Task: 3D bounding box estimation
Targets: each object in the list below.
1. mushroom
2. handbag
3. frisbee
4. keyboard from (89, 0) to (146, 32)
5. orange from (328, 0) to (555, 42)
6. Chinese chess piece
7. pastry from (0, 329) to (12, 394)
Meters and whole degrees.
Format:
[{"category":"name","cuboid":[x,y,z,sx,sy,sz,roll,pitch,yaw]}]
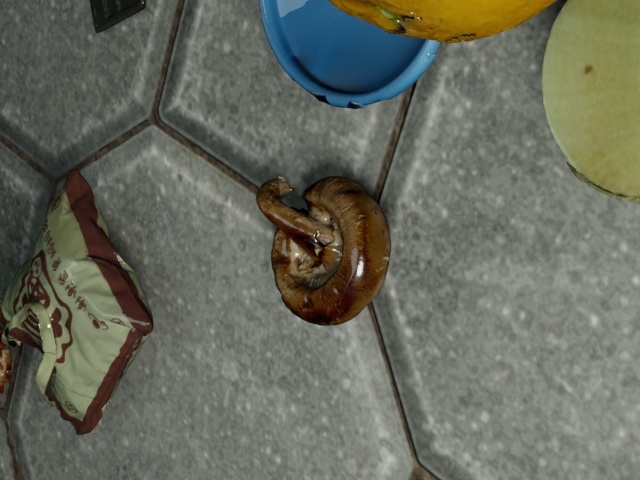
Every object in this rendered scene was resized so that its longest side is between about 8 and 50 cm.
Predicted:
[{"category":"mushroom","cuboid":[0.001,0.000,1.316,0.135,0.080,0.170,-51,59,22]},{"category":"handbag","cuboid":[-0.271,0.076,1.564,0.213,0.127,0.235,55,131,23]},{"category":"frisbee","cuboid":[0.037,-0.239,1.273,0.242,0.045,0.242,6,98,42]},{"category":"keyboard","cuboid":[-0.260,-0.424,1.564,0.103,0.041,0.381,-16,90,44]},{"category":"orange","cuboid":[0.098,-0.280,1.050,0.274,0.274,0.274,7,99,45]},{"category":"Chinese chess piece","cuboid":[0.253,-0.119,1.049,0.188,0.083,0.188,11,106,45]},{"category":"pastry","cuboid":[-0.452,0.168,1.777,0.208,0.097,0.115,-36,66,44]}]
